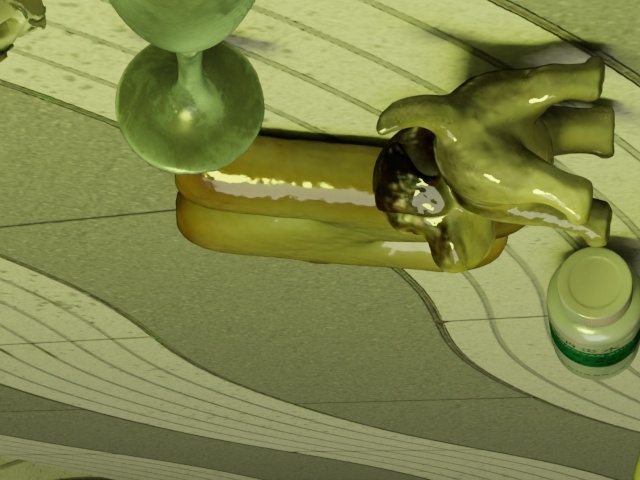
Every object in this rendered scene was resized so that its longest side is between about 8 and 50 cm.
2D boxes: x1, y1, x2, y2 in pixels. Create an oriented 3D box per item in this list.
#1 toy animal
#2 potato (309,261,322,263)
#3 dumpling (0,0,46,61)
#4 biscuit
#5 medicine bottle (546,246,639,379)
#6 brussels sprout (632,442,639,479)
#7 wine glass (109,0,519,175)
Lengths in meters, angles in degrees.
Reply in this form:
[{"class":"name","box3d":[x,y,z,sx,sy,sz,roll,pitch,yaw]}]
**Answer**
[{"class":"toy animal","box3d":[0.120,-0.049,1.159,0.168,0.121,0.233,5,169,2]},{"class":"potato","box3d":[0.000,0.000,1.534,0.092,0.045,0.046,2,143,-9]},{"class":"dumpling","box3d":[-0.249,-0.140,0.915,0.199,0.136,0.118,-9,143,-45]},{"class":"biscuit","box3d":[0.022,-0.026,1.394,0.290,0.062,0.237,6,166,-5]},{"class":"medicine bottle","box3d":[0.266,0.069,1.640,0.095,0.095,0.260,1,164,10]},{"class":"brussels sprout","box3d":[0.421,0.198,1.391,0.328,0.247,0.328,11,152,6]},{"class":"wine glass","box3d":[0.004,-0.154,0.966,0.264,0.096,0.309,-19,167,-8]}]
